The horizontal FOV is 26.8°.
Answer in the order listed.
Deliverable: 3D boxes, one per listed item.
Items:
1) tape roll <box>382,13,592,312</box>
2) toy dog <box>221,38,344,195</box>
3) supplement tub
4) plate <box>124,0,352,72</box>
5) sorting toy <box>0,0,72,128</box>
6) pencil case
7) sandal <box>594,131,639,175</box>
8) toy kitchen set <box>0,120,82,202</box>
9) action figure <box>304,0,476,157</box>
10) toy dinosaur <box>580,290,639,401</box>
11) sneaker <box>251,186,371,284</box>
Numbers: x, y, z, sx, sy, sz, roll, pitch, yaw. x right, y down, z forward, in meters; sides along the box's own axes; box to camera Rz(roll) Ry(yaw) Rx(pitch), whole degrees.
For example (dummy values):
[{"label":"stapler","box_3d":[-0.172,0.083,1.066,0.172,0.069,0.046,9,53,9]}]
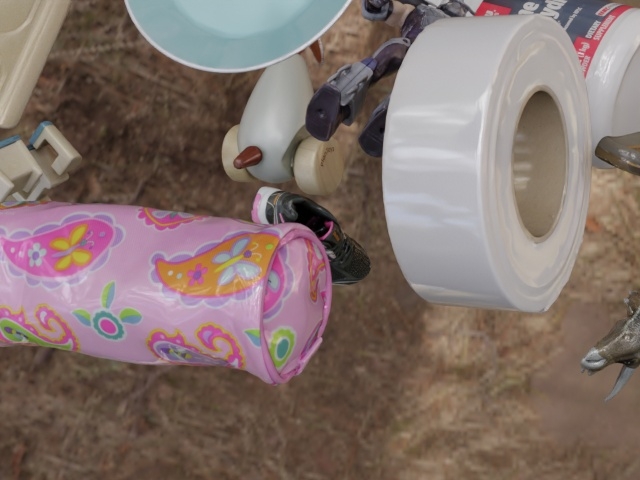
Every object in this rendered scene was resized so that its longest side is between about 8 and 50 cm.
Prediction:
[{"label":"tape roll","box_3d":[0.167,-0.072,1.283,0.100,0.286,0.286,3,132,30]},{"label":"toy dog","box_3d":[-0.072,-0.212,1.806,0.220,0.161,0.333,-18,87,28]},{"label":"supplement tub","box_3d":[0.260,-0.207,1.603,0.272,0.191,0.191,21,137,31]},{"label":"plate","box_3d":[-0.051,-0.202,0.945,0.188,0.188,0.024,-6,163,15]},{"label":"sorting toy","box_3d":[-0.477,-0.218,1.754,0.229,0.307,0.041,16,165,16]},{"label":"pencil case","box_3d":[-0.136,0.036,0.990,0.284,0.124,0.124,4,131,24]},{"label":"sandal","box_3d":[0.363,-0.108,1.367,0.219,0.090,0.060,-6,115,-38]},{"label":"toy kitchen set","box_3d":[-0.443,-0.078,1.787,0.122,0.166,0.207,48,127,5]},{"label":"action figure","box_3d":[0.102,-0.194,1.433,0.185,0.285,0.099,29,136,11]},{"label":"toy dinosaur","box_3d":[0.396,0.067,1.222,0.314,0.121,0.160,2,148,15]},{"label":"sneaker","box_3d":[0.000,0.000,1.583,0.178,0.072,0.077,32,162,-34]}]
